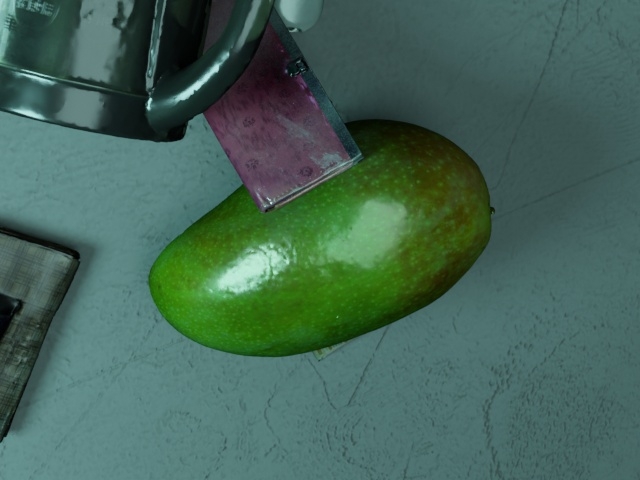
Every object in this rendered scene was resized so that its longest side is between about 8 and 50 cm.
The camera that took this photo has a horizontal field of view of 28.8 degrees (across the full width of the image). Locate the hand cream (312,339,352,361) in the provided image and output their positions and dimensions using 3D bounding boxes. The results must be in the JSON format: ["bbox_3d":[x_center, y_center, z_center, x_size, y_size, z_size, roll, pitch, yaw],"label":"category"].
[{"bbox_3d":[0.047,0.089,1.480,0.143,0.039,0.061,-27,122,0],"label":"hand cream"}]

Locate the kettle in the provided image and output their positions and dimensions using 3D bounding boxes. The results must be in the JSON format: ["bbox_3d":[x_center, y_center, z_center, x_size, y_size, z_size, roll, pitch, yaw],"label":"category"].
[{"bbox_3d":[-0.167,-0.262,1.131,0.228,0.321,0.324,0,106,-56],"label":"kettle"}]

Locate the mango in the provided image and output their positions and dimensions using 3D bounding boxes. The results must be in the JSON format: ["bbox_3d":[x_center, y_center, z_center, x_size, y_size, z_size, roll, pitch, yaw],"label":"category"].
[{"bbox_3d":[0.000,0.000,1.340,0.382,0.201,0.225,-20,124,-1],"label":"mango"}]

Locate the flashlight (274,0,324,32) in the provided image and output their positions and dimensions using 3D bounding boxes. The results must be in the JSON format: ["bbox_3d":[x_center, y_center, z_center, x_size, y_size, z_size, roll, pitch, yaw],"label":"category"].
[{"bbox_3d":[-0.014,-0.317,1.305,0.093,0.047,0.200,5,109,-21],"label":"flashlight"}]

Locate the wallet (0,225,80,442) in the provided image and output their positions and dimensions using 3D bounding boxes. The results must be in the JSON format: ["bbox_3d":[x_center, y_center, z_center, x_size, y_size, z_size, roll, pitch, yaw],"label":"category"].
[{"bbox_3d":[-0.352,0.099,1.323,0.124,0.042,0.230,19,102,-28],"label":"wallet"}]

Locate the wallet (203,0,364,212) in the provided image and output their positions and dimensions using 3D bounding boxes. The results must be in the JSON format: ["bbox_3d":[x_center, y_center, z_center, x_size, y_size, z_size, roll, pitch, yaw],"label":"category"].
[{"bbox_3d":[-0.063,-0.149,1.270,0.119,0.025,0.232,-30,73,0],"label":"wallet"}]
